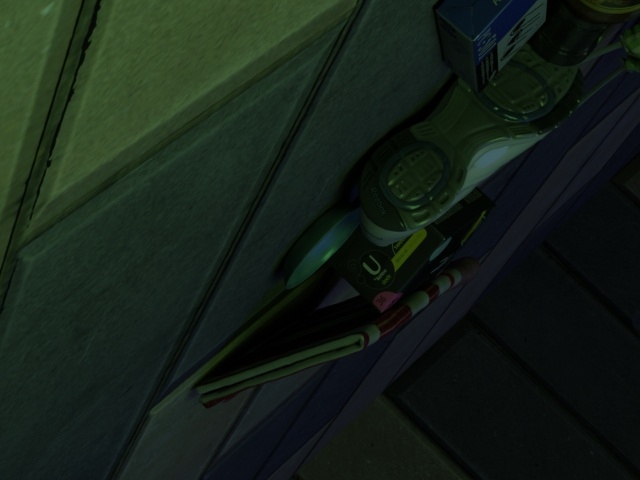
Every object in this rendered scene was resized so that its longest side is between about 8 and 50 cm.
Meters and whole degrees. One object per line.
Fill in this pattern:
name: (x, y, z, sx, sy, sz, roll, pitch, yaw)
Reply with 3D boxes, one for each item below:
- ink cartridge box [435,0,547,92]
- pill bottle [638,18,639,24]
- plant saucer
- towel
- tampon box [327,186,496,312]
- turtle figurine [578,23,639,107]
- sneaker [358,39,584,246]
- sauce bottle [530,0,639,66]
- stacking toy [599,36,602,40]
ink cartridge box: (0.153, -0.199, 1.443, 0.097, 0.046, 0.207, -47, 170, -1)
pill bottle: (0.514, -0.314, 2.443, 0.067, 0.067, 0.120, -49, 170, 17)
plant saucer: (0.000, 0.000, 1.677, 0.119, 0.021, 0.119, -44, 169, -10)
towel: (0.027, 0.104, 1.884, 0.237, 0.037, 0.329, -22, -177, 30)
tampon box: (0.097, -0.014, 1.794, 0.120, 0.101, 0.161, -52, 169, 29)
turtle figurine: (0.434, -0.278, 2.157, 0.198, 0.275, 0.266, 28, 83, -50)
sneaker: (0.143, -0.102, 1.660, 0.297, 0.111, 0.129, -35, 172, -20)
sauce bottle: (0.288, -0.273, 1.514, 0.111, 0.111, 0.344, -41, 171, -27)
stacking toy: (0.398, -0.327, 1.946, 0.167, 0.052, 0.221, -42, 170, -21)
